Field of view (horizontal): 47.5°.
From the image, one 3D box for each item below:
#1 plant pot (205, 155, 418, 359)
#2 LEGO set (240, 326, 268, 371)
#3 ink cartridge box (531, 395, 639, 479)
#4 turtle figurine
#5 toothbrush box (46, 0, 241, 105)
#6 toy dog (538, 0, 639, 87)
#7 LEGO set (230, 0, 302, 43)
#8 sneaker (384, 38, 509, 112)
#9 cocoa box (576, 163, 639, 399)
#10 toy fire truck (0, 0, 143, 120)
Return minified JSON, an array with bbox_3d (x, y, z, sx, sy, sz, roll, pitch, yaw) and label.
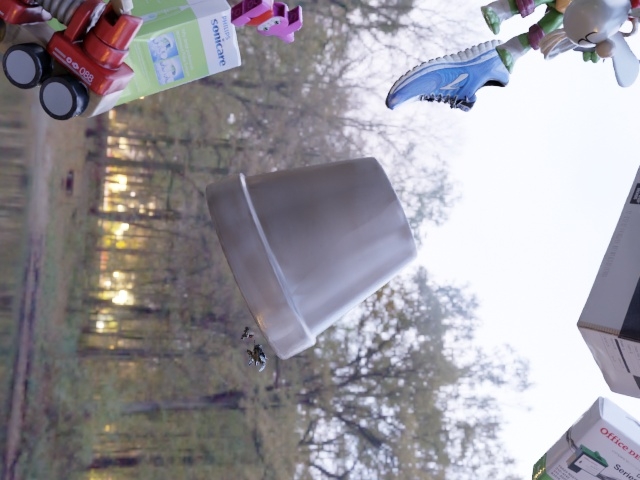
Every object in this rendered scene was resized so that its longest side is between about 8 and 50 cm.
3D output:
[{"bbox_3d":[0.000,0.000,1.227,0.323,0.280,0.323,157,-90,-90],"label":"plant pot"},{"bbox_3d":[-0.107,0.183,1.223,0.054,0.023,0.083,-44,-125,48],"label":"LEGO set"},{"bbox_3d":[0.543,0.439,1.420,0.219,0.160,0.092,-58,172,24],"label":"ink cartridge box"},{"bbox_3d":[0.430,-0.383,1.235,0.275,0.266,0.198,68,14,16],"label":"turtle figurine"},{"bbox_3d":[-0.308,-0.358,1.244,0.122,0.283,0.206,82,-20,-51],"label":"toothbrush box"},{"bbox_3d":[0.507,-0.296,1.055,0.220,0.333,0.161,91,-21,-80],"label":"toy dog"},{"bbox_3d":[0.021,-0.282,0.735,0.227,0.093,0.087,-17,-115,37],"label":"LEGO set"},{"bbox_3d":[0.322,-0.385,1.823,0.130,0.329,0.147,-39,110,-87],"label":"sneaker"},{"bbox_3d":[0.556,0.052,1.037,0.227,0.231,0.347,12,-115,41],"label":"cocoa box"},{"bbox_3d":[-0.322,-0.303,0.921,0.246,0.217,0.158,-48,-177,24],"label":"toy fire truck"}]
